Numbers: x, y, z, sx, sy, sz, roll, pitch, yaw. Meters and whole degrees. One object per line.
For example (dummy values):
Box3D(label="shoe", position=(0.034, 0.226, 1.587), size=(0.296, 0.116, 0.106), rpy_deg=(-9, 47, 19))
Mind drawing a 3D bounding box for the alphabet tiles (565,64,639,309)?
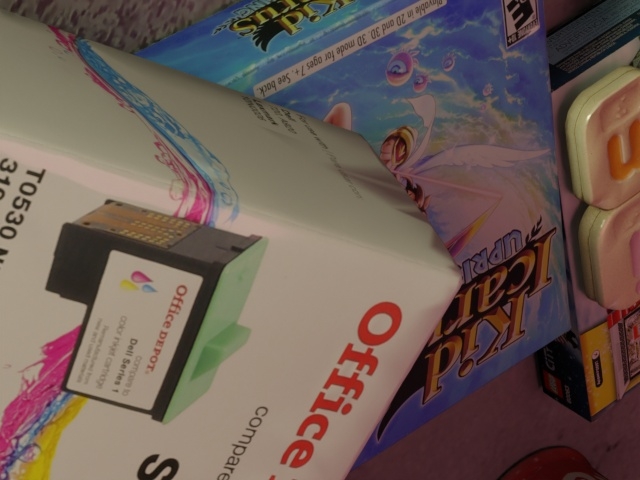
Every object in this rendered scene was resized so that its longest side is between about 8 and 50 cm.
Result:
Box3D(label="alphabet tiles", position=(0.243, -0.084, 0.954), size=(0.284, 0.021, 0.278), rpy_deg=(-34, 131, -24))

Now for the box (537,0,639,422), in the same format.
Box3D(label="box", position=(0.182, -0.030, 0.979), size=(0.159, 0.044, 0.233), rpy_deg=(-33, 131, -24))

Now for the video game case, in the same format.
Box3D(label="video game case", position=(0.000, 0.000, 0.825), size=(0.269, 0.061, 0.244), rpy_deg=(-30, 131, -26))

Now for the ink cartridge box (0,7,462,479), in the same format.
Box3D(label="ink cartridge box", position=(-0.118, 0.032, 0.635), size=(0.278, 0.117, 0.201), rpy_deg=(17, 113, -32))

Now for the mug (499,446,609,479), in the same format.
Box3D(label="mug", position=(0.189, 0.219, 1.037), size=(0.113, 0.169, 0.150), rpy_deg=(-52, 136, -7))
